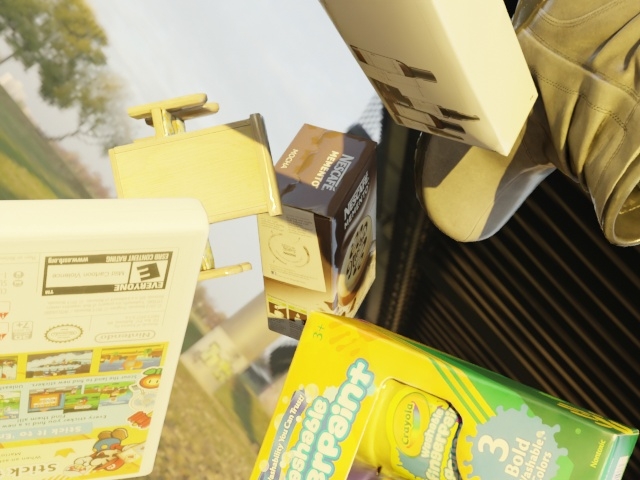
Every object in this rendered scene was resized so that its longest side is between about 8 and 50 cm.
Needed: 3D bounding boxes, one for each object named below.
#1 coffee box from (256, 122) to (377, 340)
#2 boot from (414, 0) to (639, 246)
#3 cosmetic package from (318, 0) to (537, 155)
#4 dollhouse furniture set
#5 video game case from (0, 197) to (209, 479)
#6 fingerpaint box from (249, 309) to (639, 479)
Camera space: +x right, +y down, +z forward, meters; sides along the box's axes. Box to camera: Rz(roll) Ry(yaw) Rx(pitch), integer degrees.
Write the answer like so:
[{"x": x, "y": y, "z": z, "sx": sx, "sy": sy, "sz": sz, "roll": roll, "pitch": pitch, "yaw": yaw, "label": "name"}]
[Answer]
[{"x": 0.000, "y": 0.000, "z": 1.406, "sx": 0.119, "sy": 0.168, "sz": 0.297, "roll": 18, "pitch": -39, "yaw": 18, "label": "coffee box"}, {"x": 0.187, "y": -0.072, "z": 0.734, "sx": 0.222, "sy": 0.118, "sz": 0.338, "roll": -106, "pitch": -152, "yaw": -43, "label": "boot"}, {"x": 0.063, "y": -0.142, "z": 0.617, "sx": 0.099, "sy": 0.060, "sz": 0.239, "roll": 19, "pitch": -14, "yaw": 31, "label": "cosmetic package"}, {"x": -0.122, "y": -0.064, "z": 1.098, "sx": 0.242, "sy": 0.161, "sz": 0.212, "roll": -15, "pitch": 94, "yaw": -86, "label": "dollhouse furniture set"}, {"x": -0.182, "y": 0.063, "z": 0.470, "sx": 0.026, "sy": 0.227, "sz": 0.206, "roll": -114, "pitch": -148, "yaw": -41, "label": "video game case"}, {"x": 0.095, "y": 0.350, "z": 1.083, "sx": 0.371, "sy": 0.444, "sz": 0.163, "roll": 21, "pitch": 0, "yaw": 29, "label": "fingerpaint box"}]
